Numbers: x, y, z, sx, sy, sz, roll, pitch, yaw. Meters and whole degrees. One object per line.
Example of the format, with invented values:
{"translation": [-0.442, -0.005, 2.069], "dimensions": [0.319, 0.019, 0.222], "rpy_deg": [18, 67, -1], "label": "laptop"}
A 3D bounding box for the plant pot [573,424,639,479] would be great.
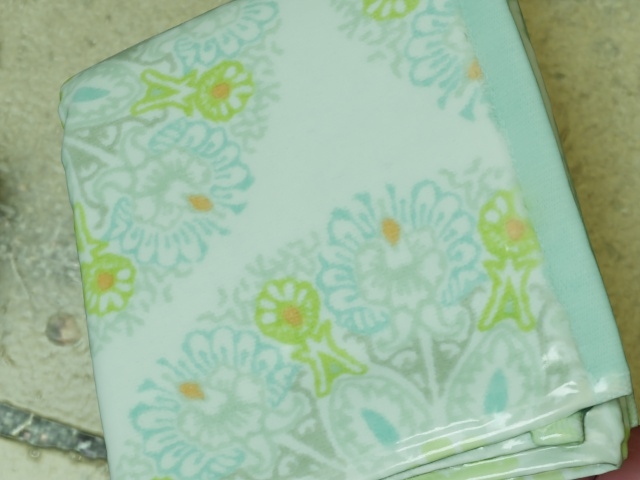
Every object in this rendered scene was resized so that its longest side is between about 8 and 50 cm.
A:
{"translation": [0.117, 0.188, 0.942], "dimensions": [0.180, 0.201, 0.201], "rpy_deg": [25, 78, 17], "label": "plant pot"}

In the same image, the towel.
{"translation": [0.000, 0.000, 0.918], "dimensions": [0.321, 0.090, 0.374], "rpy_deg": [-19, 64, 15], "label": "towel"}
